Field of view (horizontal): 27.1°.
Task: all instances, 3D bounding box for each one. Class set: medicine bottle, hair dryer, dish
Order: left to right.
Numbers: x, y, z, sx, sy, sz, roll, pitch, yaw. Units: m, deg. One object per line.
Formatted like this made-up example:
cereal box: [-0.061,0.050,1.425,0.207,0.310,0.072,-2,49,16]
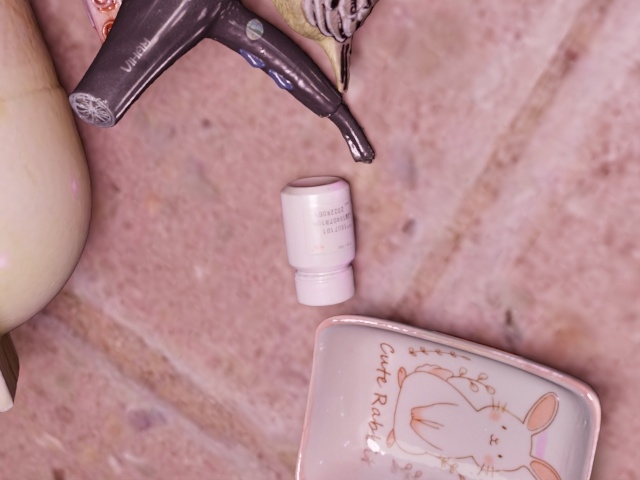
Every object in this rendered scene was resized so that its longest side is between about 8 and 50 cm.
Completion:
medicine bottle: [-0.304,-0.076,0.994,0.235,0.235,0.406,-16,97,27]
hair dryer: [-0.049,-0.113,0.935,0.219,0.196,0.075,37,149,-15]
medicine bottle: [0.000,0.000,0.983,0.052,0.052,0.089,0,104,24]
dish: [0.096,0.137,0.965,0.212,0.077,0.151,15,108,20]

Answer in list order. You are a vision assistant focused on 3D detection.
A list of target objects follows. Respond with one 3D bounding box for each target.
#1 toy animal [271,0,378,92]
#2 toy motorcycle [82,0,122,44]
toy animal: [0.014,-0.176,0.908,0.098,0.098,0.137,-23,106,28]
toy motorcycle: [-0.170,-0.234,0.955,0.084,0.118,0.213,-15,98,14]
